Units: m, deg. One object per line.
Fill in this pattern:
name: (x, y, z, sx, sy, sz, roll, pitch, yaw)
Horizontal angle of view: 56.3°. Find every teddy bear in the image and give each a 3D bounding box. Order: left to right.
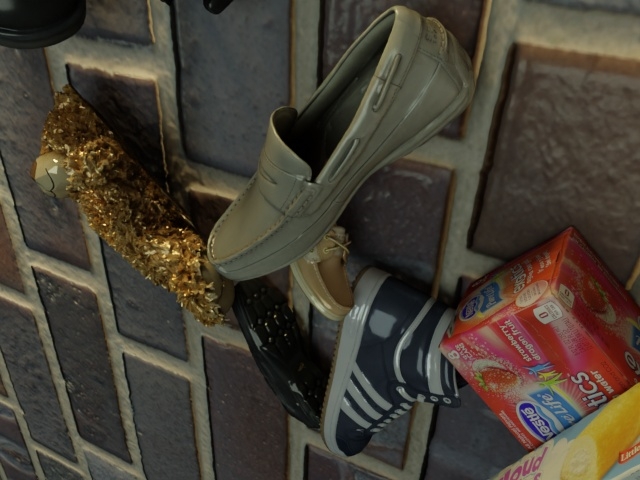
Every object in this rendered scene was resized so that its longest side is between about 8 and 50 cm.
teddy bear: (-0.225, -0.024, 0.705, 0.338, 0.113, 0.245, 49, 174, -5)

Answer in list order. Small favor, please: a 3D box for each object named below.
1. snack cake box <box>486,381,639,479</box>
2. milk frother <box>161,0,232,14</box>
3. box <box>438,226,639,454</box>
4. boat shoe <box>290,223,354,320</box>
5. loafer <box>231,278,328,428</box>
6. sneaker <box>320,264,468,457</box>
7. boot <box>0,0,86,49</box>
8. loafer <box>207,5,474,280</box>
snack cake box: (0.250, 0.228, 0.475, 0.152, 0.089, 0.264, 36, 131, 4)
milk frother: (-0.125, -0.291, 0.541, 0.134, 0.129, 0.143, -46, 57, 8)
box: (0.251, 0.135, 0.556, 0.257, 0.122, 0.128, 48, 130, -4)
boat shoe: (0.000, 0.000, 0.632, 0.059, 0.063, 0.170, -35, 67, 29)
loafer: (-0.056, 0.152, 0.785, 0.078, 0.076, 0.223, -22, 101, 48)
sneaker: (0.093, 0.175, 0.695, 0.153, 0.099, 0.282, 20, 124, 22)
boot: (-0.337, -0.393, 0.429, 0.367, 0.146, 0.445, 49, 159, 1)
loafer: (-0.011, -0.078, 0.547, 0.112, 0.112, 0.319, 24, 123, -40)
